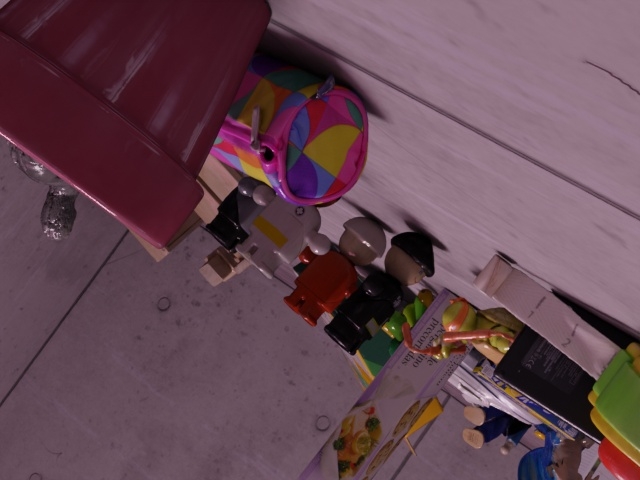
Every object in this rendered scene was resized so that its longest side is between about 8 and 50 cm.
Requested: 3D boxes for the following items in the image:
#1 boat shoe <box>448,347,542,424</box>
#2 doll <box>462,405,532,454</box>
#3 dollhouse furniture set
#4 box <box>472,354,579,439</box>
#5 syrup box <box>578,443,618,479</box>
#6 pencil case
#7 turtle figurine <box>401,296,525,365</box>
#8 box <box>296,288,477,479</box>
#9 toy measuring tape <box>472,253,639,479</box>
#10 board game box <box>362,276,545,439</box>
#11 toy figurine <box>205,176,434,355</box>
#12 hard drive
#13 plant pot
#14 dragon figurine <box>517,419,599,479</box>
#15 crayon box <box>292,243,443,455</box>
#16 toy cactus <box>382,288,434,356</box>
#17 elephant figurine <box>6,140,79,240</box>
[{"bbox_3d":[0.248,0.215,1.693,0.226,0.076,0.083,41,-152,24],"label":"boat shoe"},{"bbox_3d":[0.303,0.285,1.780,0.189,0.129,0.046,-8,-166,-43],"label":"doll"},{"bbox_3d":[-0.150,-0.126,1.537,0.303,0.174,0.355,48,144,-5],"label":"dollhouse furniture set"},{"bbox_3d":[0.305,0.217,1.591,0.169,0.054,0.059,36,174,4],"label":"box"},{"bbox_3d":[0.422,0.443,1.829,0.093,0.237,0.096,36,174,-16],"label":"syrup box"},{"bbox_3d":[-0.064,-0.107,0.881,0.236,0.104,0.104,29,172,44],"label":"pencil case"},{"bbox_3d":[0.207,0.117,1.191,0.217,0.087,0.269,29,167,-13],"label":"turtle figurine"},{"bbox_3d":[0.092,0.212,1.428,0.063,0.324,0.067,36,175,26],"label":"box"},{"bbox_3d":[0.233,0.110,0.894,0.330,0.121,0.121,42,179,33],"label":"toy measuring tape"},{"bbox_3d":[0.230,0.211,1.995,0.390,0.050,0.390,40,173,-38],"label":"board game box"},{"bbox_3d":[0.000,0.000,1.209,0.209,0.148,0.213,44,174,-19],"label":"toy figurine"},{"bbox_3d":[0.234,0.117,0.977,0.135,0.094,0.022,32,173,30],"label":"hard drive"},{"bbox_3d":[-0.138,-0.122,0.766,0.201,0.180,0.201,35,175,4],"label":"plant pot"},{"bbox_3d":[0.354,0.350,1.664,0.085,0.289,0.144,16,148,-11],"label":"dragon figurine"},{"bbox_3d":[0.088,0.179,1.811,0.203,0.083,0.323,47,168,52],"label":"crayon box"},{"bbox_3d":[0.143,0.166,1.571,0.112,0.181,0.219,12,172,17],"label":"toy cactus"},{"bbox_3d":[-0.291,-0.138,1.226,0.186,0.239,0.169,37,174,-14],"label":"elephant figurine"}]
